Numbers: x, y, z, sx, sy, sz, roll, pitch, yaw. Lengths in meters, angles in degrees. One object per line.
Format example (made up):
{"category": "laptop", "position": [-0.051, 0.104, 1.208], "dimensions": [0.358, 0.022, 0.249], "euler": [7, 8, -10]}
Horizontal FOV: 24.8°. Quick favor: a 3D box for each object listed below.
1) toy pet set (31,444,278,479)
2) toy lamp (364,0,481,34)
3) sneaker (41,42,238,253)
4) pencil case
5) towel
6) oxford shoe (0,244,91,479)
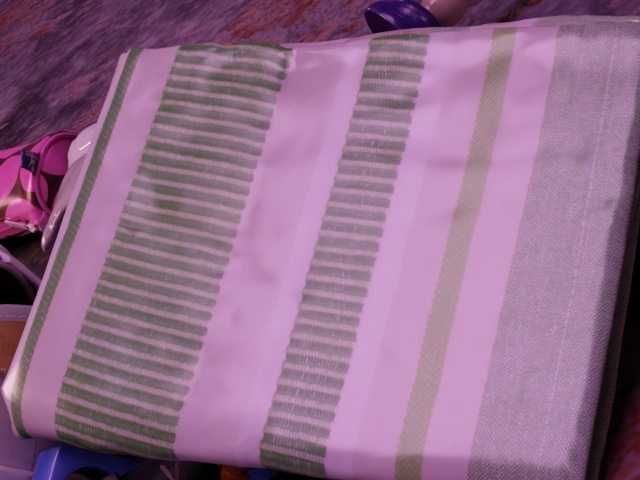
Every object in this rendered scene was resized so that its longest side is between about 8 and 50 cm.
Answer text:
{"category": "toy pet set", "position": [-0.104, 0.126, 0.742], "dimensions": [0.122, 0.065, 0.114], "euler": [-31, 2, -28]}
{"category": "toy lamp", "position": [0.152, -0.222, 0.992], "dimensions": [0.275, 0.080, 0.080], "euler": [-43, 25, -8]}
{"category": "sneaker", "position": [-0.104, -0.045, 1.048], "dimensions": [0.262, 0.099, 0.121], "euler": [-25, 35, 44]}
{"category": "pencil case", "position": [-0.266, -0.032, 1.239], "dimensions": [0.209, 0.095, 0.098], "euler": [-14, 51, 47]}
{"category": "towel", "position": [0.000, 0.000, 0.720], "dimensions": [0.325, 0.038, 0.247], "euler": [1, 61, 31]}
{"category": "oxford shoe", "position": [-0.259, 0.051, 0.971], "dimensions": [0.449, 0.169, 0.130], "euler": [21, 98, 56]}
